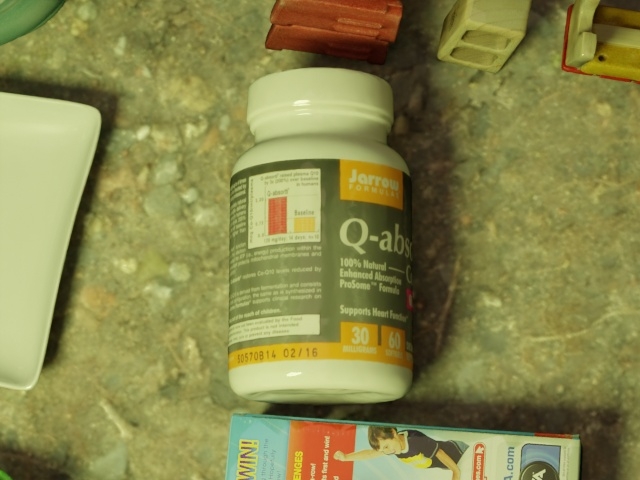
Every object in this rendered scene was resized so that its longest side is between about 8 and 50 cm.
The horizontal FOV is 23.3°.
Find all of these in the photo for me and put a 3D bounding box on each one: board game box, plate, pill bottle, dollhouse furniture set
[{"bbox_3d":[0.064,0.311,1.322,0.302,0.086,0.308,3,79,12],"label":"board game box"},{"bbox_3d":[-0.362,-0.013,1.493,0.278,0.045,0.277,10,81,13],"label":"plate"},{"bbox_3d":[0.000,0.000,1.362,0.162,0.162,0.278,-2,78,10],"label":"pill bottle"},{"bbox_3d":[0.145,-0.258,1.419,0.374,0.152,0.201,10,79,-5],"label":"dollhouse furniture set"}]

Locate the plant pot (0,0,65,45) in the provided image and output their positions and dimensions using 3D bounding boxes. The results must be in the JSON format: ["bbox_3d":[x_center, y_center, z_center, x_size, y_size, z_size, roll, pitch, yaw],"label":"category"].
[{"bbox_3d":[-0.340,-0.299,1.471,0.293,0.196,0.293,-2,77,10],"label":"plant pot"}]

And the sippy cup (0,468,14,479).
[{"bbox_3d":[-0.373,0.344,1.337,0.224,0.305,0.240,-2,105,22],"label":"sippy cup"}]
